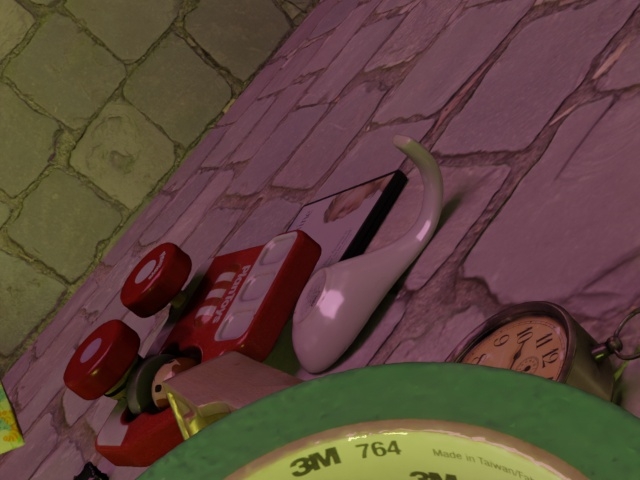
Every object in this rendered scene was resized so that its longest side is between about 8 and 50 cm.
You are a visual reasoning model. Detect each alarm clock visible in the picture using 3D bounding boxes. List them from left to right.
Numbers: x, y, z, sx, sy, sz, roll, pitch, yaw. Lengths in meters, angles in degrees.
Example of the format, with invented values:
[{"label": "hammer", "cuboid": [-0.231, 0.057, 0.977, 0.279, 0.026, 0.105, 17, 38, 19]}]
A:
[{"label": "alarm clock", "cuboid": [0.148, 0.098, 0.601, 0.192, 0.064, 0.129, -39, 20, 34]}]

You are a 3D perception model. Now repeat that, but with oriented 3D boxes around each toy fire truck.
[{"label": "toy fire truck", "cuboid": [-0.142, 0.125, 1.064, 0.254, 0.169, 0.302, -17, 37, 48]}]

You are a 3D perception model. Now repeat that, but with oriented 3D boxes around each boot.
[{"label": "boot", "cuboid": [-0.326, 0.355, 1.211, 0.099, 0.045, 0.121, -49, 17, -12]}]

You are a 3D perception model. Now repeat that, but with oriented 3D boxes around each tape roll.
[{"label": "tape roll", "cuboid": [0.025, 0.187, 0.363, 0.322, 0.077, 0.321, -12, 34, 8]}]

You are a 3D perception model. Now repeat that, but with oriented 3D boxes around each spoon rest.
[{"label": "spoon rest", "cuboid": [0.054, 0.024, 0.982, 0.276, 0.084, 0.137, -61, 16, 5]}]

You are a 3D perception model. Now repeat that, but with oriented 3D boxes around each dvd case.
[{"label": "dvd case", "cuboid": [0.000, 0.000, 1.213, 0.253, 0.022, 0.180, -17, 36, 59]}]

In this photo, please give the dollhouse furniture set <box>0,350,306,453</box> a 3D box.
[{"label": "dollhouse furniture set", "cuboid": [-0.175, 0.241, 0.624, 0.394, 0.361, 0.256, -23, 8, -20]}]
